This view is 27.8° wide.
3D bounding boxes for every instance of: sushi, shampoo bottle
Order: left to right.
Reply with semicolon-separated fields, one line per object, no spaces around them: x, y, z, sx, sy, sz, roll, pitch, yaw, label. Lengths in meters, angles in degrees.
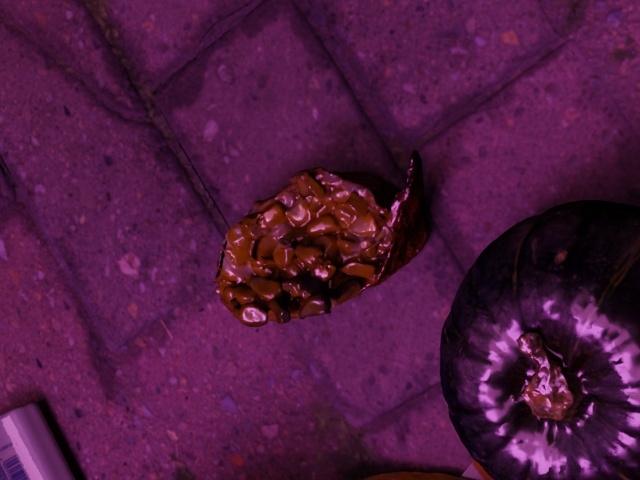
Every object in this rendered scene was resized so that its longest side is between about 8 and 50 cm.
-0.358;0.403;1.762;0.134;0.078;0.359;-31;84;38;shampoo bottle
-0.002;0.003;1.463;0.296;0.179;0.166;-9;89;26;sushi

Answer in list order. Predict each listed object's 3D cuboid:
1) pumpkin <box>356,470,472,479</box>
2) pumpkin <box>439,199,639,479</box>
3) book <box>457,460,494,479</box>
0.093;0.410;1.398;0.332;0.332;0.199;6;115;26;pumpkin
0.275;0.121;1.306;0.323;0.241;0.323;11;114;26;pumpkin
0.220;0.367;1.499;0.208;0.020;0.295;42;114;14;book
